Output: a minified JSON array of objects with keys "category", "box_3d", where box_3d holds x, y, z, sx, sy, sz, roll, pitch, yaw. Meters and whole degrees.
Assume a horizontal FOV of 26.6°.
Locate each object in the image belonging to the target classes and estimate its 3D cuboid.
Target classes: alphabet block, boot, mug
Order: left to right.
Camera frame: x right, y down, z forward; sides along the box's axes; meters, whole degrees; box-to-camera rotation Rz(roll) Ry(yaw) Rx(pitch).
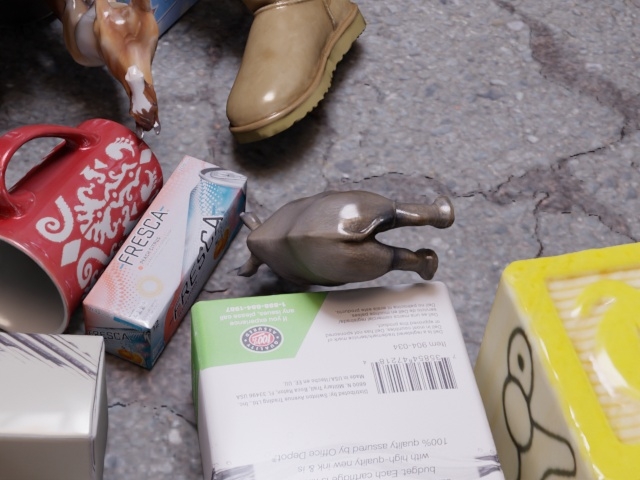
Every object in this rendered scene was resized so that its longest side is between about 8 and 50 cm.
[{"category":"mug","box_3d":[-0.203,-0.026,1.090,0.113,0.150,0.169,30,48,6]},{"category":"boot","box_3d":[-0.080,-0.252,1.222,0.089,0.269,0.236,-15,30,33]},{"category":"alphabet block","box_3d":[0.227,0.133,0.965,0.193,0.197,0.192,-9,52,-14]}]

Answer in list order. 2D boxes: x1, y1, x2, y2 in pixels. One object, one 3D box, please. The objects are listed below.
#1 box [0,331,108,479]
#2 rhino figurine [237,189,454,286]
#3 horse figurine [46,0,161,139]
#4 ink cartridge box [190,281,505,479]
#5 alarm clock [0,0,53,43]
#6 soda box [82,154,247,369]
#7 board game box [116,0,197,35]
[{"category":"box","box_3d":[-0.293,0.128,0.968,0.275,0.113,0.094,3,48,-6]},{"category":"rhino figurine","box_3d":[0.000,0.000,1.056,0.106,0.243,0.073,-1,88,-25]},{"category":"horse figurine","box_3d":[-0.196,-0.205,1.186,0.066,0.174,0.263,-23,27,-22]},{"category":"ink cartridge box","box_3d":[0.019,0.173,0.961,0.198,0.115,0.273,-4,49,-10]},{"category":"alarm clock","box_3d":[-0.315,-0.279,1.340,0.129,0.064,0.192,-10,54,-15]},{"category":"soda box","box_3d":[-0.125,0.015,1.117,0.063,0.058,0.183,20,51,11]},{"category":"board game box","box_3d":[-0.138,-0.300,1.314,0.039,0.160,0.211,25,52,19]}]
